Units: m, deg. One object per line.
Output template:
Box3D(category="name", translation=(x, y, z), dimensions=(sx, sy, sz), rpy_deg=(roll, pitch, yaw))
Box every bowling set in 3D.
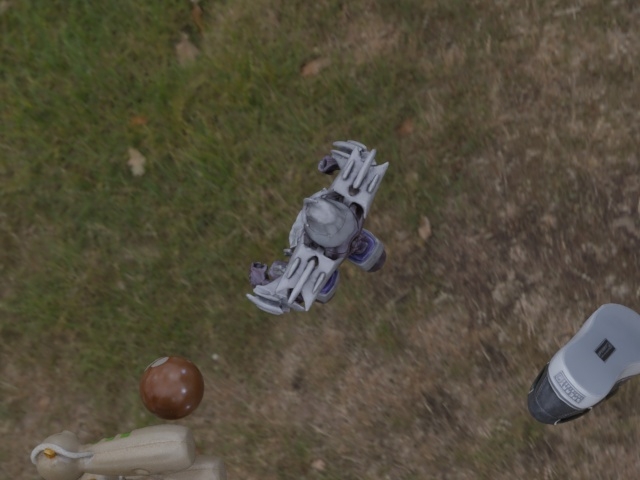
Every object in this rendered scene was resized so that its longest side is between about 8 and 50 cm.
Box3D(category="bowling set", translation=(-0.163, 0.204, 0.953), dimensions=(0.154, 0.287, 0.200), rpy_deg=(-8, 58, 8))

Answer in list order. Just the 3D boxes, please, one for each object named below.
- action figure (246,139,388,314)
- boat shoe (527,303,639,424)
Box3D(category="action figure", translation=(0.000, 0.000, 1.160), dimensions=(0.099, 0.285, 0.185), rpy_deg=(39, 82, 10))
Box3D(category="boat shoe", translation=(0.272, 0.129, 1.167), dimensions=(0.080, 0.228, 0.076), rpy_deg=(48, 123, 10))
